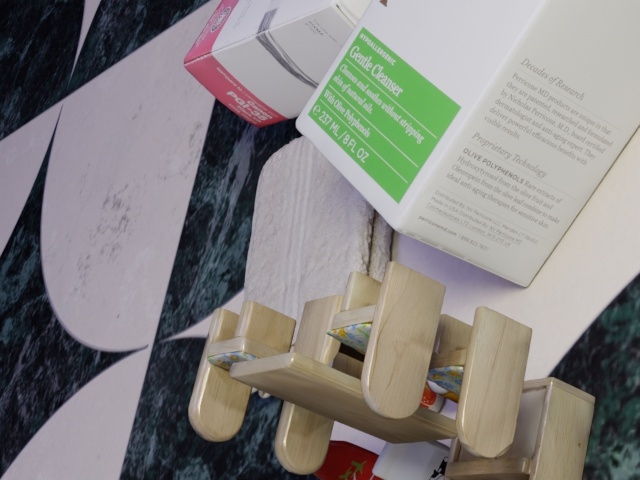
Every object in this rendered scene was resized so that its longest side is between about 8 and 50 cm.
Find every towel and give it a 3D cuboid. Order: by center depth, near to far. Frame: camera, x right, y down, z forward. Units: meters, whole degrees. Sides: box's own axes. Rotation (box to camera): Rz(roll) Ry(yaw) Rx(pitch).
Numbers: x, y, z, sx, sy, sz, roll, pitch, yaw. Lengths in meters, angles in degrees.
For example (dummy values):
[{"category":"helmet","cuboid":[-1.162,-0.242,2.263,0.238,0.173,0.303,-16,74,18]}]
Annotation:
[{"category":"towel","cuboid":[0.000,0.000,1.377,0.187,0.049,0.282,-31,41,42]}]

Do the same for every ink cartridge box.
[{"category":"ink cartridge box","cuboid":[0.018,-0.237,1.422,0.283,0.117,0.207,-8,47,56]}]

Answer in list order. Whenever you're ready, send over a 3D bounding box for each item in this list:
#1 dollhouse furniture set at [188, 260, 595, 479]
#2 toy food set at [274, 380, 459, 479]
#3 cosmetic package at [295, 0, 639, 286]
[{"category":"dollhouse furniture set","cuboid":[0.052,0.144,0.975,0.212,0.242,0.161,-17,54,54]},{"category":"toy food set","cuboid":[0.030,0.173,1.129,0.232,0.104,0.111,-63,29,2]},{"category":"cosmetic package","cuboid":[0.165,-0.176,1.125,0.365,0.155,0.197,-59,36,12]}]
